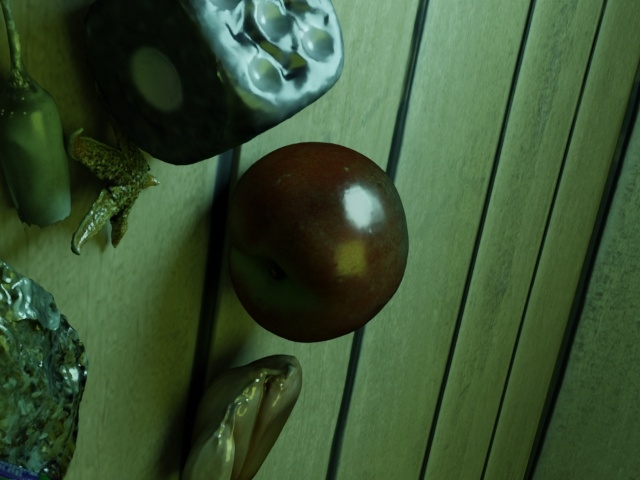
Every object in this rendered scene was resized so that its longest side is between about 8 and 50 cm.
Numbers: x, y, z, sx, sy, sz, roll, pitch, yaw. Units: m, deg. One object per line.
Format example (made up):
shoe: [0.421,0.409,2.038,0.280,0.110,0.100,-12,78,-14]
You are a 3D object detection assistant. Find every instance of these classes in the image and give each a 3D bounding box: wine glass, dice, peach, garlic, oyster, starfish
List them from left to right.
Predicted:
oyster: [-0.314,0.110,0.833,0.162,0.158,0.351,-100,174,-53]
wine glass: [-0.269,-0.125,0.812,0.074,0.074,0.262,-37,139,-42]
starfish: [-0.216,-0.055,0.918,0.208,0.053,0.176,77,27,-56]
dice: [-0.101,-0.188,0.873,0.183,0.182,0.181,-39,109,-39]
garlic: [-0.110,0.246,1.263,0.228,0.110,0.217,-62,163,10]
peach: [0.000,0.000,1.160,0.252,0.252,0.252,-36,137,-43]

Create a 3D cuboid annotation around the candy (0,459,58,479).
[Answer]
candy: [-0.316,0.219,0.757,0.061,0.312,0.088,-49,-156,33]
